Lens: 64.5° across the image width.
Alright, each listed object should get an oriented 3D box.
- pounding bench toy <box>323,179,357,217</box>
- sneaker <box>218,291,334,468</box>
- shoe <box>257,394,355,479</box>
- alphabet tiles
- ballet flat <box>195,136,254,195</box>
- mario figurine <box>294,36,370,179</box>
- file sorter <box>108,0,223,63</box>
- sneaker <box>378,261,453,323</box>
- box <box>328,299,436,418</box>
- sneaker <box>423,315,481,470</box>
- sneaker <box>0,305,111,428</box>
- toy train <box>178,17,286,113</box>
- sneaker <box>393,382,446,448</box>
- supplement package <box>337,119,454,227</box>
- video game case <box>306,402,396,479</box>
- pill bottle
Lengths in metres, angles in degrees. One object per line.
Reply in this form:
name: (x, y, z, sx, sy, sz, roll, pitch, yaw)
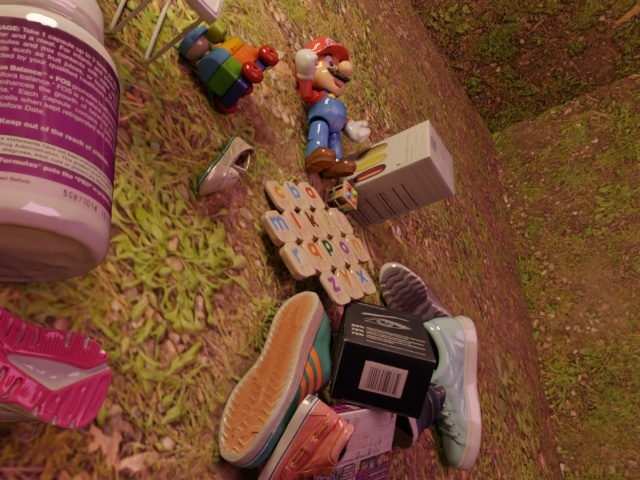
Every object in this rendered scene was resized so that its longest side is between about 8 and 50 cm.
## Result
pounding bench toy: (0.057, -0.086, 1.155, 0.083, 0.065, 0.052, 43, 39, -37)
sneaker: (-0.043, 0.221, 0.775, 0.121, 0.108, 0.302, 59, 37, -27)
shoe: (-0.023, 0.303, 0.681, 0.081, 0.178, 0.063, 30, 9, 18)
alphabet tiles: (0.000, 0.000, 1.000, 0.284, 0.021, 0.278, -9, 64, -58)
ballet flat: (-0.152, -0.122, 0.849, 0.052, 0.057, 0.168, 29, 42, -8)
mario figurine: (0.031, -0.314, 1.140, 0.198, 0.169, 0.321, 90, -4, -78)
file sorter: (-0.286, -0.427, 0.713, 0.277, 0.173, 0.193, 38, 44, -41)
sneaker: (0.227, 0.138, 1.290, 0.281, 0.105, 0.115, 45, 13, -35)
box: (0.104, 0.197, 0.891, 0.207, 0.153, 0.108, -66, 169, -77)
sneaker: (0.295, 0.369, 1.241, 0.149, 0.135, 0.367, 2, 79, -11)
sneaker: (-0.310, 0.091, 0.424, 0.252, 0.111, 0.103, 51, 34, -33)
toy train: (-0.159, -0.360, 0.959, 0.143, 0.105, 0.248, 42, 38, -17)
sneaker: (0.195, 0.307, 1.103, 0.163, 0.086, 0.227, -13, 93, -48)
supplement package: (0.177, -0.152, 1.207, 0.134, 0.243, 0.139, 46, 37, -34)
video game case: (0.039, 0.367, 0.808, 0.232, 0.041, 0.211, 16, 83, -53)
pill bottle: (-0.297, -0.123, 0.520, 0.169, 0.169, 0.302, 24, 53, -50)
